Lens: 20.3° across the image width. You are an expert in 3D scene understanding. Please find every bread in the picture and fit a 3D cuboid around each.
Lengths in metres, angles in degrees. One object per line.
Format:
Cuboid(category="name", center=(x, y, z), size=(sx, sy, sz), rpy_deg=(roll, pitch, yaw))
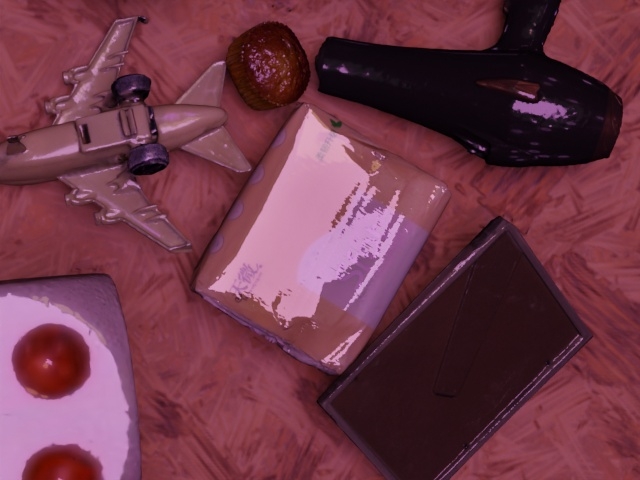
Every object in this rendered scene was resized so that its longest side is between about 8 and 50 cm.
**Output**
Cuboid(category="bread", center=(-0.047, -0.170, 1.728), size=(0.085, 0.053, 0.085), rpy_deg=(11, 73, -39))

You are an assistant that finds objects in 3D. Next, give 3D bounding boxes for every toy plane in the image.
Cuboid(category="toy plane", center=(-0.203, -0.095, 1.698), size=(0.256, 0.104, 0.242), rpy_deg=(-10, 77, -16))

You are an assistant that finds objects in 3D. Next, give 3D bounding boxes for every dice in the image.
Cuboid(category="dice", center=(-0.305, 0.163, 1.605), size=(0.259, 0.243, 0.251), rpy_deg=(-6, 91, -12))

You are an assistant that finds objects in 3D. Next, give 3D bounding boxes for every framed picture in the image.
Cuboid(category="framed picture", center=(0.137, 0.125, 1.749), size=(0.260, 0.023, 0.189), rpy_deg=(-45, 123, -7))

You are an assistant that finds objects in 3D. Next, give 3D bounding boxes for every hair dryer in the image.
Cuboid(category="hair dryer", center=(0.176, -0.253, 1.780), size=(0.303, 0.120, 0.359), rpy_deg=(15, 77, 5))

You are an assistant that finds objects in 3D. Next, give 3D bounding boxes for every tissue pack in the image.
Cuboid(category="tissue pack", center=(0.000, 0.000, 1.729), size=(0.186, 0.090, 0.222), rpy_deg=(32, 84, -11))
